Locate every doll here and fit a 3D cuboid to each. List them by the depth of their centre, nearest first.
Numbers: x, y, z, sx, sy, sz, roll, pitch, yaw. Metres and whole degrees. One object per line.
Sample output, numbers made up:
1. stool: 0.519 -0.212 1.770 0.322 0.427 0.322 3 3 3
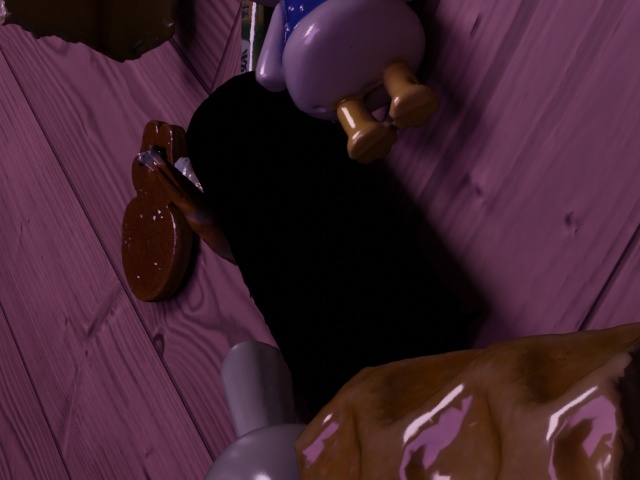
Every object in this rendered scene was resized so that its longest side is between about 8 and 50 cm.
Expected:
1. doll: -0.005 -0.184 0.900 0.138 0.119 0.293 -36 59 14

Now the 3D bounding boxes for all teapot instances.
1. teapot: -0.017 0.182 0.852 0.220 0.149 0.318 -52 47 50

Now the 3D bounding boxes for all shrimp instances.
1. shrimp: -0.109 -0.046 1.009 0.049 0.166 0.161 -39 48 8

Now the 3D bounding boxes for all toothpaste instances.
1. toothpaste: -0.051 -0.180 1.038 0.049 0.031 0.204 -13 74 55

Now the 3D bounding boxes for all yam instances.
1. yam: -0.001 0.001 0.866 0.131 0.131 0.280 -64 37 30

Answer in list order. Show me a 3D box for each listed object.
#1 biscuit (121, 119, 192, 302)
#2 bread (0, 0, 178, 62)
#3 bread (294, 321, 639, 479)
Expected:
1. biscuit: -0.153 -0.026 1.184 0.124 0.026 0.175 20 105 54
2. bread: -0.223 -0.367 1.142 0.245 0.233 0.362 -54 49 37
3. bread: 0.125 0.157 0.596 0.252 0.238 0.196 -35 23 57
